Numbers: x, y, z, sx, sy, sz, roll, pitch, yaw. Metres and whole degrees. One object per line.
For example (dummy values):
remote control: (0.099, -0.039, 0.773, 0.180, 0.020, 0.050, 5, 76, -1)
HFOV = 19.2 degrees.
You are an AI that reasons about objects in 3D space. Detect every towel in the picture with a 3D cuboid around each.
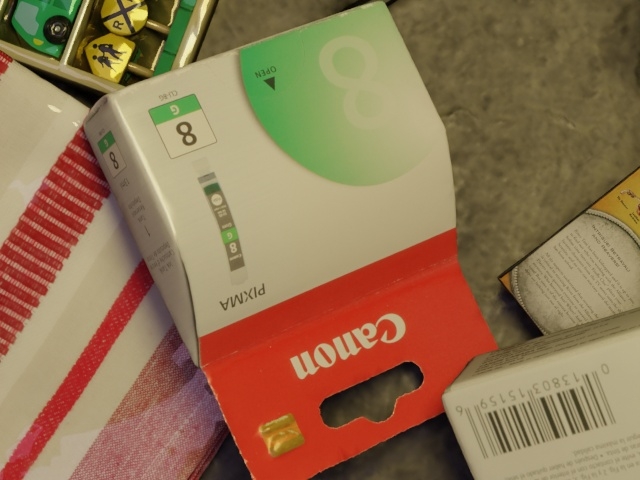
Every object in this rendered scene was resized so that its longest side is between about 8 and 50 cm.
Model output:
towel: (-0.187, 0.028, 1.009, 0.329, 0.037, 0.237, 34, 84, -16)

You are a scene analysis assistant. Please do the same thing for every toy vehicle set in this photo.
toy vehicle set: (-0.116, -0.220, 1.083, 0.166, 0.035, 0.267, 20, 85, 2)

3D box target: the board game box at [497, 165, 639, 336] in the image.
board game box: (0.235, 0.064, 1.016, 0.165, 0.042, 0.243, -40, 86, 27)

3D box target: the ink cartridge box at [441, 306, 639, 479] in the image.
ink cartridge box: (0.231, 0.142, 0.980, 0.275, 0.060, 0.239, -19, 98, 26)

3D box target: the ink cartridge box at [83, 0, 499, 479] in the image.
ink cartridge box: (0.000, 0.000, 1.019, 0.181, 0.056, 0.225, -23, 82, -29)
